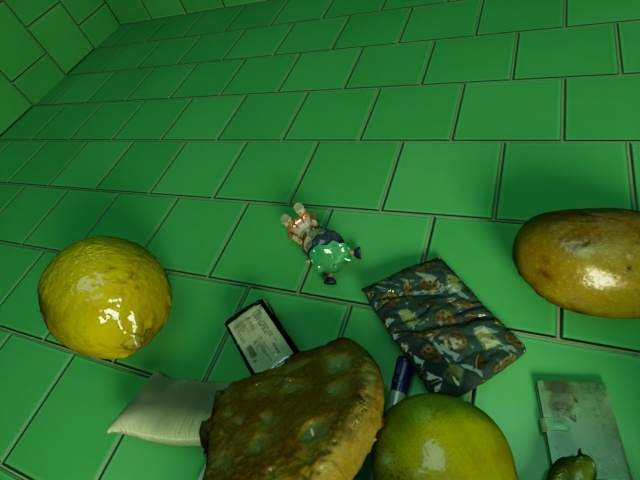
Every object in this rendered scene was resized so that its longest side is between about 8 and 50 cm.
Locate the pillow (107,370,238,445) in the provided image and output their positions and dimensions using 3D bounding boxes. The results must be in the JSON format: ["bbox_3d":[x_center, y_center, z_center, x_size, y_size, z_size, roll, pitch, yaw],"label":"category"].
[{"bbox_3d":[-0.255,0.312,0.760,0.255,0.078,0.144,-3,36,19],"label":"pillow"}]

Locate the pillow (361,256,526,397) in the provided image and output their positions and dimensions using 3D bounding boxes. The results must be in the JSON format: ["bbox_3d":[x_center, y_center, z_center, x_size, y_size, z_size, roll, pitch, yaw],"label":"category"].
[{"bbox_3d":[0.214,0.145,0.731,0.189,0.034,0.255,-21,50,-14],"label":"pillow"}]

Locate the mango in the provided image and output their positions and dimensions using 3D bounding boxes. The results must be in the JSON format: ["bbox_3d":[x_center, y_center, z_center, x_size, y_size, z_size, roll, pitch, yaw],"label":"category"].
[{"bbox_3d":[0.495,0.033,0.657,0.330,0.176,0.176,0,98,19],"label":"mango"}]

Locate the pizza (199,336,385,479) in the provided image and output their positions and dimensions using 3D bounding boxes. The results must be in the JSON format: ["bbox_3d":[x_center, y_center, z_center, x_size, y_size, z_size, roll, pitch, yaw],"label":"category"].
[{"bbox_3d":[-0.049,0.275,0.571,0.278,0.113,0.409,-13,15,27],"label":"pizza"}]

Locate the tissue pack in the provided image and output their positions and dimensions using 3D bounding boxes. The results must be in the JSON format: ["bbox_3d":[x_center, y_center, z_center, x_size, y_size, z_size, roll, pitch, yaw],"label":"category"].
[{"bbox_3d":[-0.105,0.206,0.780,0.103,0.090,0.170,-35,52,-8],"label":"tissue pack"}]

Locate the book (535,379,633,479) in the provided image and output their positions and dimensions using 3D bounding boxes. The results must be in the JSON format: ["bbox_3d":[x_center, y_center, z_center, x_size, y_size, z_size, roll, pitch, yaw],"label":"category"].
[{"bbox_3d":[0.382,0.278,0.597,0.103,0.017,0.134,-3,54,17],"label":"book"}]

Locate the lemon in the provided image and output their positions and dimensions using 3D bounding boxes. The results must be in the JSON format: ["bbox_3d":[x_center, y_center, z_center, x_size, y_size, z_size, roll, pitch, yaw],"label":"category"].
[{"bbox_3d":[-0.457,0.120,0.870,0.253,0.253,0.310,-43,52,-15],"label":"lemon"}]

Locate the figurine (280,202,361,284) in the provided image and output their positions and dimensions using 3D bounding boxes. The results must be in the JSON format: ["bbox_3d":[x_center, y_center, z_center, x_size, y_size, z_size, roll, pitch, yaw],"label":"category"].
[{"bbox_3d":[0.000,0.000,0.899,0.111,0.102,0.195,-42,47,2],"label":"figurine"}]

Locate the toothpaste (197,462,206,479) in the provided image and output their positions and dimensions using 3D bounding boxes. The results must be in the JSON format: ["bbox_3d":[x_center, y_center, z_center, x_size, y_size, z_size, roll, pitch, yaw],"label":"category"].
[{"bbox_3d":[-0.066,0.413,0.636,0.315,0.055,0.058,11,18,30],"label":"toothpaste"}]

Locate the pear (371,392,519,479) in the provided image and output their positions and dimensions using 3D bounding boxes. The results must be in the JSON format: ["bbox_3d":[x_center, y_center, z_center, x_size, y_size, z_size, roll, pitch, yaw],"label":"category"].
[{"bbox_3d":[0.166,0.302,0.547,0.199,0.198,0.198,-10,51,12],"label":"pear"}]

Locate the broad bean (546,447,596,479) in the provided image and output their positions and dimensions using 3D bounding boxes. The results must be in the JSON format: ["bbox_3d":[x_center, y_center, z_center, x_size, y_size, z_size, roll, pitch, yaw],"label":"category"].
[{"bbox_3d":[0.273,0.378,0.529,0.256,0.052,0.052,-40,39,-9],"label":"broad bean"}]

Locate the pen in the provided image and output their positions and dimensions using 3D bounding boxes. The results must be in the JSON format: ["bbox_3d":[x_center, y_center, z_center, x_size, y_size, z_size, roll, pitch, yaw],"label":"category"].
[{"bbox_3d":[0.108,0.319,0.653,0.033,0.033,0.268,8,57,25],"label":"pen"}]
